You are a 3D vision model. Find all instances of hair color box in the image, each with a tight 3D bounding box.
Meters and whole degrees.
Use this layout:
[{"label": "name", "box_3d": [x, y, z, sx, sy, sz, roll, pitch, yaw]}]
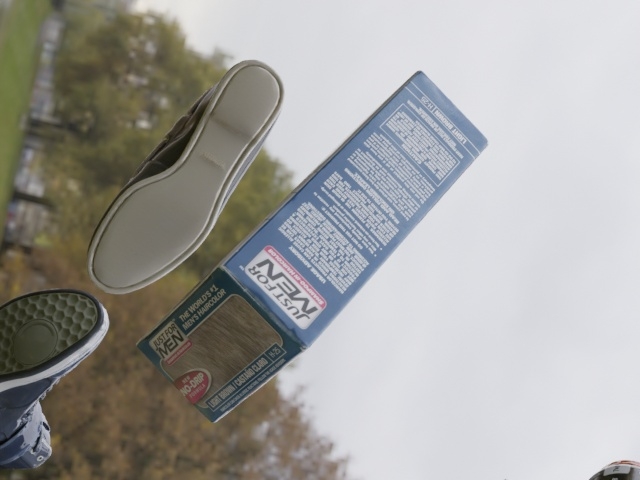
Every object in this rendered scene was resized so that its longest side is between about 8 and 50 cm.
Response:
[{"label": "hair color box", "box_3d": [0.000, 0.000, 1.367, 0.347, 0.105, 0.174, -46, -178, -42]}]

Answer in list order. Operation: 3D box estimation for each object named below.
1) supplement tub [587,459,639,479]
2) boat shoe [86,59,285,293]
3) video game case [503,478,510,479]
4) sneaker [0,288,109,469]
[{"label": "supplement tub", "box_3d": [0.361, 0.343, 1.778, 0.190, 0.117, 0.117, -50, 160, -67]}, {"label": "boat shoe", "box_3d": [-0.159, -0.072, 1.777, 0.335, 0.112, 0.095, -53, -171, -10]}, {"label": "video game case", "box_3d": [0.205, 0.470, 2.183, 0.206, 0.026, 0.227, -59, 172, 20]}, {"label": "sneaker", "box_3d": [-0.270, 0.135, 1.394, 0.163, 0.226, 0.086, 47, 18, -56]}]
